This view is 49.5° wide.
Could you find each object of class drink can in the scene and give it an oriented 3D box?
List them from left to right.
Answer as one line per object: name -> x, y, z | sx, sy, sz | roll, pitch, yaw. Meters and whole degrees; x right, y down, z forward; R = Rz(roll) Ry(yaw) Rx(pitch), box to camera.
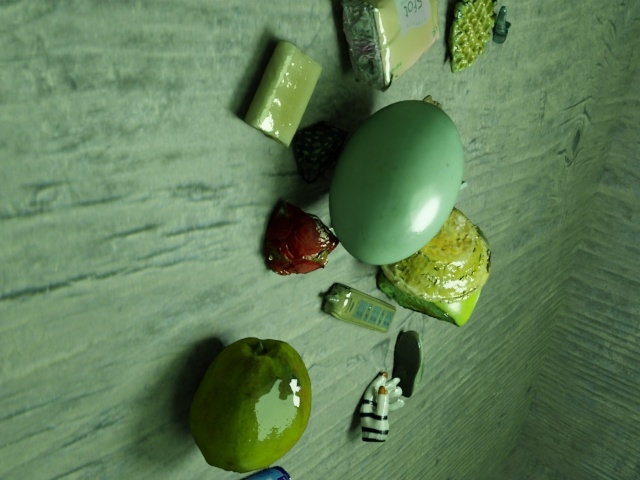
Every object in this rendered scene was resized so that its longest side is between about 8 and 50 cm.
drink can -> -0.182, 0.673, 1.832 | 0.235, 0.097, 0.097 | -2, 113, -55

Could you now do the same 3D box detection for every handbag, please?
handbag -> -0.010, -0.184, 1.531 | 0.115, 0.072, 0.139 | -36, 152, -43

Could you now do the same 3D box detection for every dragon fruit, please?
dragon fruit -> -0.057, 0.011, 1.539 | 0.127, 0.121, 0.161 | 32, 89, -51

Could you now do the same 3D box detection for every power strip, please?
power strip -> 0.114, 0.193, 1.947 | 0.388, 0.066, 0.092 | 26, 87, -57

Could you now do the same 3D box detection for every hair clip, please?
hair clip -> 0.501, -0.594, 1.910 | 0.229, 0.039, 0.070 | -20, 132, -76

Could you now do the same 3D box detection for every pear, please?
pear -> -0.151, 0.363, 1.521 | 0.269, 0.269, 0.321 | -10, 119, -51
pear -> 0.336, 0.075, 2.010 | 0.281, 0.286, 0.176 | -53, 126, -16

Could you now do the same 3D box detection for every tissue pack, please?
tissue pack -> 0.156, -0.478, 1.502 | 0.256, 0.123, 0.215 | -50, 143, -33

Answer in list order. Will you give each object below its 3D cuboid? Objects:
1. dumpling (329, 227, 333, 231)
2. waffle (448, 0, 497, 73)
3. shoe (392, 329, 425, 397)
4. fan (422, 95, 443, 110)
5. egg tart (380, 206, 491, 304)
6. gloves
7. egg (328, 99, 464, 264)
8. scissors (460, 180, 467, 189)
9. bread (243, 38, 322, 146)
dumpling -> -0.002, -0.002, 1.682 | 0.052, 0.057, 0.076 | 29, 58, -22
waffle -> 0.399, -0.568, 1.840 | 0.204, 0.054, 0.223 | -38, 141, -35
shoe -> 0.305, 0.403, 2.327 | 0.098, 0.103, 0.274 | -34, 143, -39
fan -> 0.318, -0.311, 1.941 | 0.227, 0.008, 0.152 | 8, 104, -55
egg tart -> 0.310, 0.008, 1.853 | 0.341, 0.341, 0.132 | -44, 169, -28
gloves -> 0.186, 0.537, 2.247 | 0.140, 0.131, 0.218 | 29, 57, -53
egg -> 0.166, -0.130, 1.534 | 0.276, 0.276, 0.388 | 45, 65, -56
scissors -> 0.391, -0.141, 2.140 | 0.204, 0.027, 0.101 | -28, 134, -40
bread -> -0.074, -0.288, 1.364 | 0.139, 0.060, 0.178 | 24, 91, -58
